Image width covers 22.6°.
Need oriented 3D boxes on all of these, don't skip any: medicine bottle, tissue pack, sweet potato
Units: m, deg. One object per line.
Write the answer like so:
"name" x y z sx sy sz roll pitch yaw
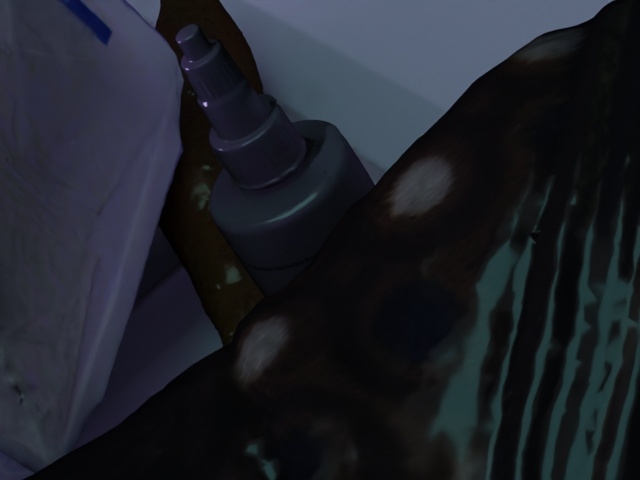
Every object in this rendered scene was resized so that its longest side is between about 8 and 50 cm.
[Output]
"medicine bottle" 0.000 0.000 0.577 0.057 0.199 0.057 -20 38 16
"tissue pack" -0.244 0.013 0.752 0.338 0.160 0.242 -18 42 37
"sweet potato" -0.059 -0.042 0.787 0.072 0.066 0.314 -29 39 18

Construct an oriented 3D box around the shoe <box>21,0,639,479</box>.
"shoe" 0.017 0.094 0.483 0.237 0.171 0.384 -1 55 31
